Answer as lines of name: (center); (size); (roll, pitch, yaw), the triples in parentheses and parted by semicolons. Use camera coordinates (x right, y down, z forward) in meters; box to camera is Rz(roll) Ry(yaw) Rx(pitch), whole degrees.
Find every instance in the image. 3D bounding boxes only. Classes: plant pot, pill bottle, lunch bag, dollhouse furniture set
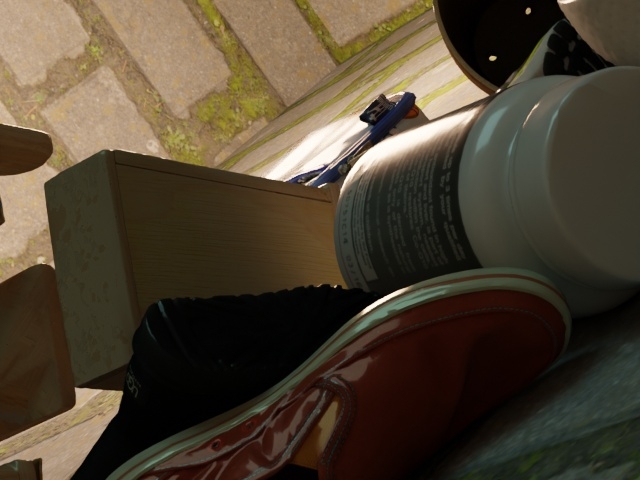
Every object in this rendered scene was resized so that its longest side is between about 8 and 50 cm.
plant pot: (0.229, -0.234, 2.082); (0.237, 0.237, 0.254); (-36, -7, -5)
pill bottle: (0.136, -0.021, 1.326); (0.161, 0.161, 0.283); (-39, 9, -24)
lunch bag: (0.001, -0.049, 2.232); (0.243, 0.115, 0.303); (-43, 10, -32)
dollhouse furniture set: (-0.193, 0.085, 1.535); (0.394, 0.362, 0.256); (-25, -23, 37)

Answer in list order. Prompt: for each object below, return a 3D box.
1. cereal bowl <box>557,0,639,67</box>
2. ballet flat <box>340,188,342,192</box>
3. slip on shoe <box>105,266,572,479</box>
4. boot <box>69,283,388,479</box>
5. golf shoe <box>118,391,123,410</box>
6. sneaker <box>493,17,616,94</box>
cereal bowl: (0.383, -0.249, 1.706); (0.339, 0.141, 0.339); (-35, 8, 6)
ballet flat: (0.000, 0.000, 1.978); (0.139, 0.139, 0.400); (-38, 13, -18)
slip on shoe: (0.015, 0.130, 1.212); (0.331, 0.123, 0.101); (-30, 41, 0)
boot: (-0.047, 0.133, 1.326); (0.246, 0.094, 0.207); (1, -47, -32)
golf shoe: (-0.128, 0.155, 1.718); (0.120, 0.105, 0.273); (-60, 2, 19)
sneaker: (0.192, -0.112, 1.840); (0.121, 0.111, 0.300); (-33, 5, 43)
